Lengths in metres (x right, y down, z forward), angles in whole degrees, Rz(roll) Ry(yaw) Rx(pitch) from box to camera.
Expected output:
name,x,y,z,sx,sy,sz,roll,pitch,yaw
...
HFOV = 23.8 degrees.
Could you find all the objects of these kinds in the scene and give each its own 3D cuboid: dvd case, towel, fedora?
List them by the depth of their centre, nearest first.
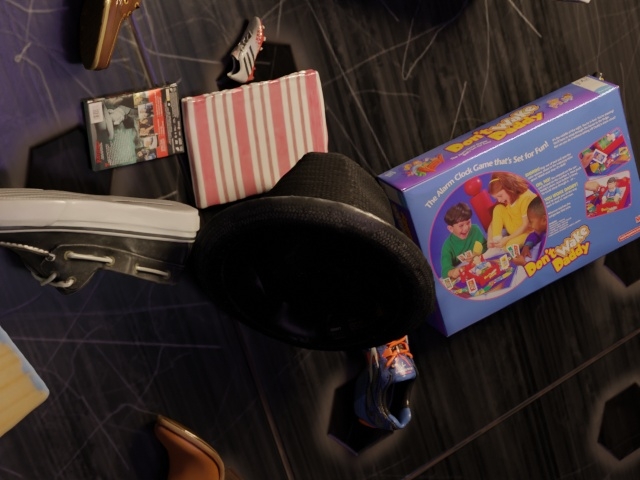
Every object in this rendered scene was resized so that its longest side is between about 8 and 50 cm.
name,x,y,z,sx,sy,sz,roll,pitch,yaw
dvd case,-0.223,-0.136,1.823,0.119,0.013,0.087,-16,111,-30
fedora,0.000,0.000,1.880,0.334,0.334,0.152,37,49,-34
towel,-0.081,-0.130,1.909,0.197,0.029,0.144,-16,111,-26

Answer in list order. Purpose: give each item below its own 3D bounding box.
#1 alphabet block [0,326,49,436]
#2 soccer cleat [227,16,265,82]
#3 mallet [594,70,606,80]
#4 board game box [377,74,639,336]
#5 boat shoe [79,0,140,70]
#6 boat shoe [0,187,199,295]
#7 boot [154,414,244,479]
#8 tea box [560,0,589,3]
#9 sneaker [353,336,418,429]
name,x,y,z,sx,sy,sz,roll,pitch,yaw
alphabet block,-0.449,0.141,1.648,0.197,0.192,0.193,-41,119,-18
soccer cleat,-0.093,-0.236,1.871,0.036,0.029,0.083,5,104,-38
mallet,0.380,-0.150,2.195,0.062,0.039,0.189,32,81,-33
board game box,0.274,-0.050,2.094,0.347,0.078,0.233,-26,116,-15
boat shoe,-0.234,-0.280,1.746,0.060,0.064,0.178,9,95,-32
boat shoe,-0.286,0.006,1.754,0.335,0.121,0.119,4,96,-35
boot,-0.184,0.328,1.940,0.152,0.073,0.197,-46,120,-9
tea box,0.184,-0.490,1.863,0.329,0.220,0.323,9,98,-35
sneaker,0.098,0.158,2.063,0.083,0.087,0.221,-13,110,-30
